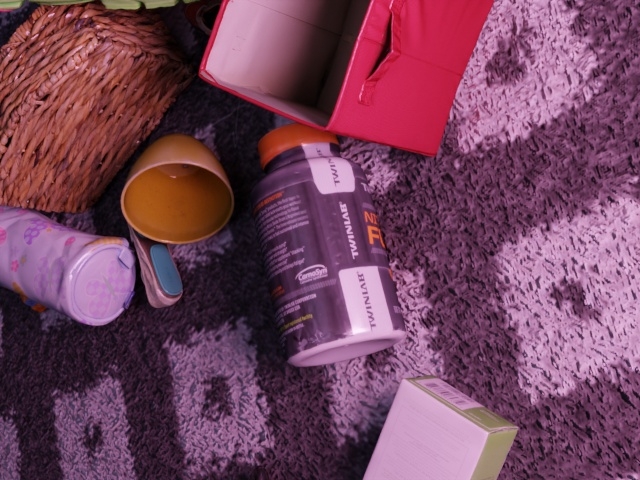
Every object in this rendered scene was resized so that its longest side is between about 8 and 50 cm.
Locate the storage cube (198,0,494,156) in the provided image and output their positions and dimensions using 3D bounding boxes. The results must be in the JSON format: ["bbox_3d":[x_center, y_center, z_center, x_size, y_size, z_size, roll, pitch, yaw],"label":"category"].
[{"bbox_3d":[0.029,-0.206,0.978,0.215,0.193,0.184,27,103,36],"label":"storage cube"}]

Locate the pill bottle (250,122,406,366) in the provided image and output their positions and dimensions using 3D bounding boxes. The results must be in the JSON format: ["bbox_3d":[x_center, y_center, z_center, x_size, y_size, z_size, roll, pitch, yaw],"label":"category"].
[{"bbox_3d":[0.000,0.000,1.023,0.130,0.130,0.246,-24,72,35],"label":"pill bottle"}]

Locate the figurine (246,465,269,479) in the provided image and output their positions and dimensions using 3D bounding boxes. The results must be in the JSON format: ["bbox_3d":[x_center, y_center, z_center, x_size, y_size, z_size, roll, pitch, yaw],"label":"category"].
[{"bbox_3d":[-0.123,0.387,1.129,0.215,0.092,0.209,-25,63,36],"label":"figurine"}]

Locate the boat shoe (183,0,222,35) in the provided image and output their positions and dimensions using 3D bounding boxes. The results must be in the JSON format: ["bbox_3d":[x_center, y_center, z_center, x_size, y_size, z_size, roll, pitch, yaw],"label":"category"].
[{"bbox_3d":[-0.129,-0.276,1.207,0.137,0.043,0.049,28,106,38],"label":"boat shoe"}]

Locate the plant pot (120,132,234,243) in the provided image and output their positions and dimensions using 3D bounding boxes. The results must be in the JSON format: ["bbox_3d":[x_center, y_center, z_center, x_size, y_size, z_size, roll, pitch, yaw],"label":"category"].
[{"bbox_3d":[-0.175,-0.076,1.185,0.134,0.134,0.095,-41,37,29],"label":"plant pot"}]

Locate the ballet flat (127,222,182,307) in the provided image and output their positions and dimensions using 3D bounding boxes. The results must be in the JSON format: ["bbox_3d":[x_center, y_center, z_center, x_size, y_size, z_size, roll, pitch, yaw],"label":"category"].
[{"bbox_3d":[-0.223,0.008,1.253,0.052,0.057,0.168,-32,66,43],"label":"ballet flat"}]

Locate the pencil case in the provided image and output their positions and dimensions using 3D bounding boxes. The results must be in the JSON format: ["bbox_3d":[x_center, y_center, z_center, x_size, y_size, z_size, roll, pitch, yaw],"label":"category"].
[{"bbox_3d":[-0.372,0.022,1.310,0.273,0.113,0.124,17,78,35],"label":"pencil case"}]

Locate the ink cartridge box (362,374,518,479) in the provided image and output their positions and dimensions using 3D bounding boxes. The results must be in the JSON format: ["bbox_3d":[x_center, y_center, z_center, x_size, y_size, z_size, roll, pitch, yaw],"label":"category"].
[{"bbox_3d":[0.101,0.251,0.964,0.109,0.062,0.209,29,105,37],"label":"ink cartridge box"}]

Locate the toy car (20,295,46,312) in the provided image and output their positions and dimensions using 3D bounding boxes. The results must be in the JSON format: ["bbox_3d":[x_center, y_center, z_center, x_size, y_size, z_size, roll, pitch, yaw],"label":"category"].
[{"bbox_3d":[-0.391,0.063,1.390,0.122,0.040,0.060,-22,73,36],"label":"toy car"}]

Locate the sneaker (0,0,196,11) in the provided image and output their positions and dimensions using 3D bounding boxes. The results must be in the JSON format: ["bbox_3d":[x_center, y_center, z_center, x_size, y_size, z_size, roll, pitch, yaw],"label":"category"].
[{"bbox_3d":[-0.242,-0.380,1.088,0.185,0.482,0.202,-101,5,-49],"label":"sneaker"}]

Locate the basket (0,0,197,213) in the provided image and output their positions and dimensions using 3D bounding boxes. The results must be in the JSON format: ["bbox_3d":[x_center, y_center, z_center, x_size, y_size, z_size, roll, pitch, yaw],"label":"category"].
[{"bbox_3d":[-0.355,-0.213,1.274,0.299,0.213,0.223,-46,61,26],"label":"basket"}]
